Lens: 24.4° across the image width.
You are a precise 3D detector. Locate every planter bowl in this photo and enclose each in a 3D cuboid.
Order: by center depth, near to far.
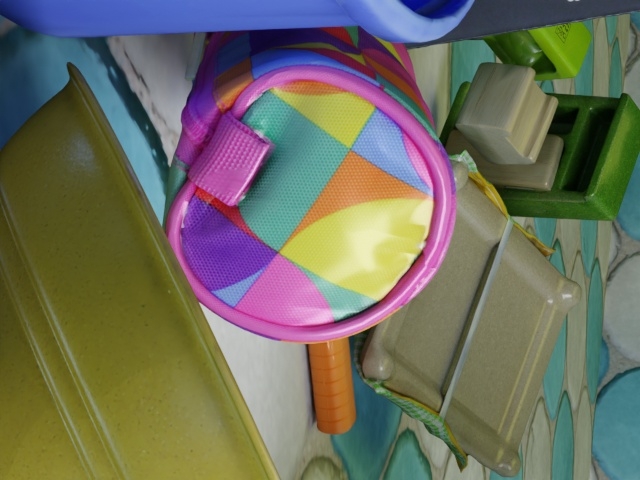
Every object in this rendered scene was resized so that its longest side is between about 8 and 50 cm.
[{"bbox_3d":[-0.068,0.064,0.437,0.217,0.090,0.217,156,-90,-82],"label":"planter bowl"}]

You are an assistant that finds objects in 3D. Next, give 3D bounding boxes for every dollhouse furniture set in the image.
[{"bbox_3d":[0.080,-0.011,1.016,0.197,0.151,0.301,41,65,-45],"label":"dollhouse furniture set"}]

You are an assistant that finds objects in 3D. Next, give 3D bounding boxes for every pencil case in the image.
[{"bbox_3d":[-0.010,-0.046,0.569,0.236,0.104,0.104,-103,-172,-71],"label":"pencil case"}]

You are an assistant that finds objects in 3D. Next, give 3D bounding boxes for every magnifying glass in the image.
[{"bbox_3d":[0.000,0.000,0.835,0.092,0.026,0.230,-50,139,-64],"label":"magnifying glass"}]

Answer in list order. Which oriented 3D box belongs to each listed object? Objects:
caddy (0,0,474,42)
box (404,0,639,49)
[{"bbox_3d":[-0.030,-0.203,0.405,0.341,0.179,0.241,54,41,-53],"label":"caddy"},{"bbox_3d":[0.093,-0.194,0.784,0.108,0.207,0.153,-58,138,-63],"label":"box"}]
